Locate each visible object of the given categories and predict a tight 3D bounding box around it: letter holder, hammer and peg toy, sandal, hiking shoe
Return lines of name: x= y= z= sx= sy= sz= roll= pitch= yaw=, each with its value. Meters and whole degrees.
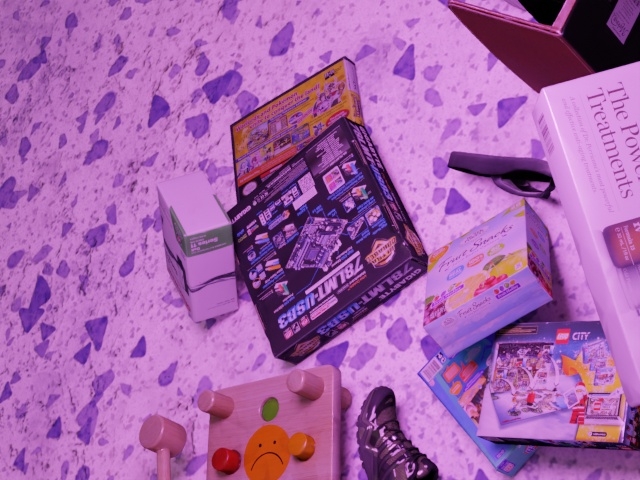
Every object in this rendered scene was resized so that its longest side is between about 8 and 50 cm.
letter holder: x=0.344 y=-0.304 z=1.809 sx=0.214 sy=0.302 sz=0.152 roll=23 pitch=85 yaw=41
hammer and peg toy: x=-0.116 y=0.350 z=2.009 sx=0.361 sy=0.127 sz=0.266 roll=-18 pitch=60 yaw=34
sandal: x=0.291 y=-0.090 z=1.913 sx=0.254 sy=0.097 sz=0.054 roll=11 pitch=87 yaw=54
hiking shoe: x=0.118 y=0.317 z=1.867 sx=0.114 sy=0.086 sz=0.227 roll=-11 pitch=67 yaw=22

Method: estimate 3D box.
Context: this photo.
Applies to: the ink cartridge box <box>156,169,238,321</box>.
ink cartridge box: x=-0.207 y=0.012 z=2.203 sx=0.086 sy=0.208 sz=0.153 roll=-17 pitch=45 yaw=-17

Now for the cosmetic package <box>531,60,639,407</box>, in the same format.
cosmetic package: x=0.439 y=-0.029 z=1.494 sx=0.284 sy=0.097 sz=0.377 roll=-16 pitch=77 yaw=-4

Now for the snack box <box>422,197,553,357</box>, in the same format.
snack box: x=0.234 y=0.050 z=1.830 sx=0.174 sy=0.070 sz=0.207 roll=-32 pitch=19 yaw=21

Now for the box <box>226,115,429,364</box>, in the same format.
box: x=0.000 y=0.000 z=2.102 sx=0.295 sy=0.073 sz=0.293 roll=-39 pitch=58 yaw=23

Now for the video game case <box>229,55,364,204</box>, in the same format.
video game case: x=-0.040 y=-0.159 z=2.271 sx=0.275 sy=0.035 sz=0.248 roll=-28 pitch=53 yaw=29

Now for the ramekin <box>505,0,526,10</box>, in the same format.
ramekin: x=0.339 y=-0.460 z=2.042 sx=0.207 sy=0.109 sz=0.207 roll=-19 pitch=57 yaw=32

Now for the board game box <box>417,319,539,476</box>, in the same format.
board game box: x=0.251 y=0.201 z=1.820 sx=0.160 sy=0.047 sz=0.210 roll=-49 pitch=45 yaw=10

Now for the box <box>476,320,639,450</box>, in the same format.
box: x=0.317 y=0.186 z=1.685 sx=0.233 sy=0.044 sz=0.159 roll=-6 pitch=65 yaw=47
